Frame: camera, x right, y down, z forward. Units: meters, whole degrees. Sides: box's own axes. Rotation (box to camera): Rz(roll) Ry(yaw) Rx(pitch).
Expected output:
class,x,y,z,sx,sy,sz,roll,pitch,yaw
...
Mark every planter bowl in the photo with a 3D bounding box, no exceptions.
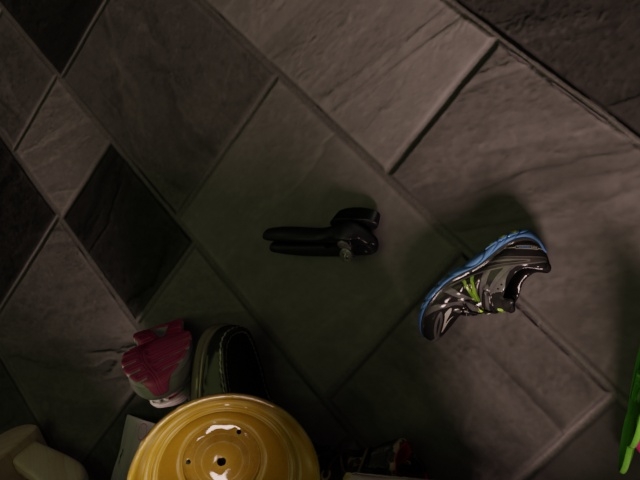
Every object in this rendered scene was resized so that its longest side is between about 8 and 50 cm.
class,x,y,z,sx,sy,sz,roll,pitch,yaw
planter bowl,-0.115,0.276,0.782,0.217,0.090,0.217,0,92,-12

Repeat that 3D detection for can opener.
class,x,y,z,sx,sy,sz,roll,pitch,yaw
can opener,0.000,0.000,0.935,0.186,0.073,0.059,-7,123,33

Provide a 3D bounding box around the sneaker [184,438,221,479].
class,x,y,z,sx,sy,sz,roll,pitch,yaw
sneaker,-0.164,0.284,0.857,0.059,0.053,0.144,-13,90,35

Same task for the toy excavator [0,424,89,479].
class,x,y,z,sx,sy,sz,roll,pitch,yaw
toy excavator,-0.395,0.463,1.010,0.433,0.445,0.222,-7,116,10

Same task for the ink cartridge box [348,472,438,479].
class,x,y,z,sx,sy,sz,roll,pitch,yaw
ink cartridge box,0.087,0.470,0.645,0.161,0.279,0.384,-1,109,18

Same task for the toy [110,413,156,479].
class,x,y,z,sx,sy,sz,roll,pitch,yaw
toy,-0.250,0.363,1.043,0.237,0.056,0.136,-5,69,51

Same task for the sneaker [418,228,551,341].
class,x,y,z,sx,sy,sz,roll,pitch,yaw
sneaker,0.195,0.065,0.803,0.188,0.067,0.078,-41,63,19

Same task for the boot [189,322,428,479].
class,x,y,z,sx,sy,sz,roll,pitch,yaw
boot,-0.015,0.285,0.875,0.284,0.138,0.377,-11,86,30

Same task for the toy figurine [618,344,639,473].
class,x,y,z,sx,sy,sz,roll,pitch,yaw
toy figurine,0.400,0.183,0.665,0.159,0.130,0.173,11,115,21

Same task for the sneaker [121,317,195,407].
class,x,y,z,sx,sy,sz,roll,pitch,yaw
sneaker,-0.222,0.194,0.977,0.103,0.252,0.111,-18,97,-7
